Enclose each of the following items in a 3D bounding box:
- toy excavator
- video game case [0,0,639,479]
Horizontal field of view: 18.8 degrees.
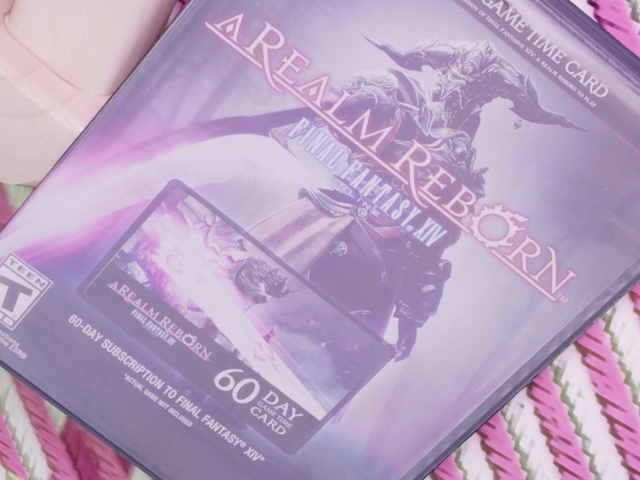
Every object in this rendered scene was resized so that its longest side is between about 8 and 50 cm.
[{"bbox_3d":[-0.089,-0.273,0.676,0.433,0.222,0.445,-24,101,37],"label":"toy excavator"},{"bbox_3d":[0.000,0.000,0.751,0.196,0.026,0.274,38,121,-9],"label":"video game case"}]
